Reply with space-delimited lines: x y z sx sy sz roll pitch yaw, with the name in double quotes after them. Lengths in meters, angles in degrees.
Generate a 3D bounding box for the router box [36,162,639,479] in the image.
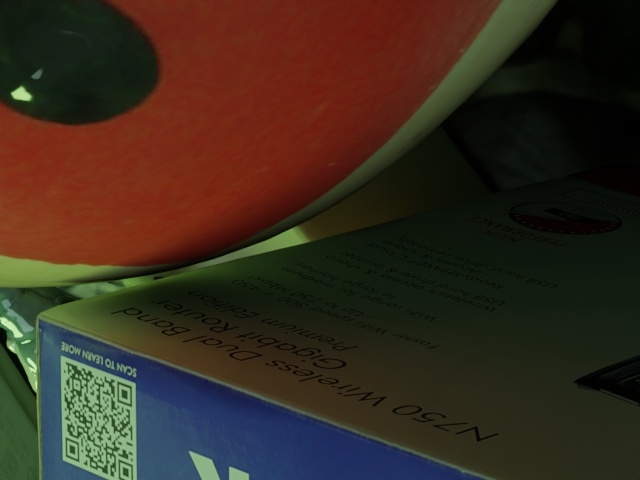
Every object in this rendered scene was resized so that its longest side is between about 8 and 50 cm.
0.139 0.065 0.544 0.335 0.301 0.082 15 110 40 "router box"

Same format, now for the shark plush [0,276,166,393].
-0.069 0.033 0.678 0.161 0.073 0.067 40 119 -21 "shark plush"

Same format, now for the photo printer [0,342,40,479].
-0.293 0.118 0.982 0.307 0.107 0.256 0 139 19 "photo printer"

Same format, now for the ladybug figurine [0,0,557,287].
-0.069 -0.151 0.462 0.305 0.162 0.449 42 129 9 "ladybug figurine"

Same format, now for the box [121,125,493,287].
0.000 0.000 0.737 0.094 0.113 0.275 -13 132 33 "box"
